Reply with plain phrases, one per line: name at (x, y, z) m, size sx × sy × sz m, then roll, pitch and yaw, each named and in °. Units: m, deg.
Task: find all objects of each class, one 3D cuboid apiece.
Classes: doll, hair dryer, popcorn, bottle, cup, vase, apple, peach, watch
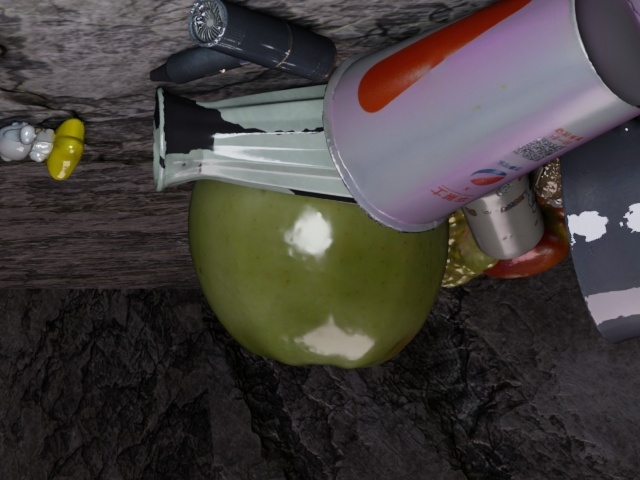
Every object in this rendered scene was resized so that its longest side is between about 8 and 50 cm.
doll at (-0.345, -0.111, 1.369) m, size 0.135 × 0.071 × 0.113 m, roll -4°, pitch 168°, yaw 40°
hair dryer at (-0.111, -0.174, 1.069) m, size 0.195 × 0.050 × 0.173 m, roll -5°, pitch 172°, yaw 32°
doll at (0.352, -0.114, 1.745) m, size 0.115 × 0.105 × 0.221 m, roll -44°, pitch 151°, yaw 19°
popcorn at (0.203, -0.046, 1.828) m, size 0.259 × 0.259 × 0.212 m, roll 0°, pitch -160°, yaw -43°
bottle at (0.242, -0.081, 1.617) m, size 0.110 × 0.110 × 0.233 m, roll -8°, pitch 140°, yaw 20°
cup at (0.166, -0.138, 1.068) m, size 0.203 × 0.203 × 0.288 m, roll 0°, pitch 166°, yaw -40°
vase at (-0.004, -0.109, 1.286) m, size 0.360 × 0.165 × 0.165 m, roll -1°, pitch 173°, yaw -12°
apple at (0.000, 0.000, 1.512) m, size 0.357 × 0.357 × 0.357 m, roll -5°, pitch 174°, yaw -1°
peach at (0.356, -0.038, 2.039) m, size 0.243 × 0.199 × 0.243 m, roll -19°, pitch -178°, yaw 1°
watch at (0.402, -0.050, 1.336) m, size 0.314 × 0.327 × 0.335 m, roll -8°, pitch 174°, yaw 26°
